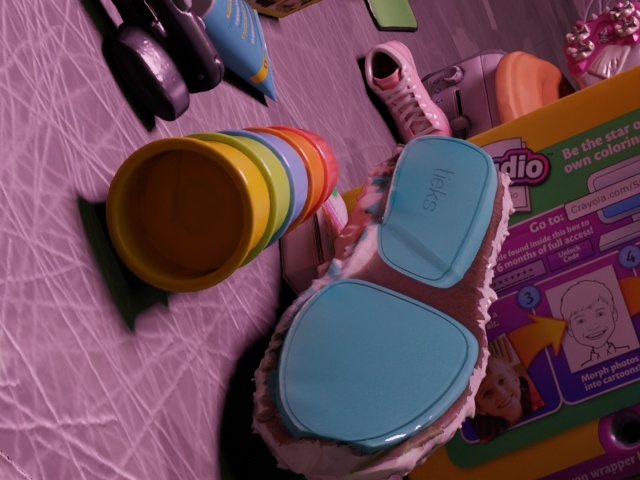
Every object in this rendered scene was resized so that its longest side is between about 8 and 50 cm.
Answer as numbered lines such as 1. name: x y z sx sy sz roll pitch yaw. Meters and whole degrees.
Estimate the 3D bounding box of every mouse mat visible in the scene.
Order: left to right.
1. mouse mat: 0.057 -0.298 2.116 0.153 0.007 0.189 67 18 1

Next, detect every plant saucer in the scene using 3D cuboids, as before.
1. plant saucer: 0.238 -0.100 1.946 0.200 0.037 0.200 44 34 -41

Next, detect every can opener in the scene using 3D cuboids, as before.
1. can opener: -0.125 -0.172 1.301 0.186 0.059 0.073 62 18 -18

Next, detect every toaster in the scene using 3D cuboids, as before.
1. toaster: 0.189 -0.076 2.026 0.227 0.129 0.146 51 27 -39

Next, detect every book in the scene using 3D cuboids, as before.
1. book: 0.000 0.000 1.518 0.144 0.035 0.096 -98 162 -44

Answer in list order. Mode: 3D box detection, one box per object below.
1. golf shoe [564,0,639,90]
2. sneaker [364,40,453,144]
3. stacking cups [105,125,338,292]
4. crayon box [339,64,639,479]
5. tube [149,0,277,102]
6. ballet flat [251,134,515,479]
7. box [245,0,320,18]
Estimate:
1. golf shoe: 0.314 -0.111 1.936 0.140 0.115 0.306 55 28 -31
2. sneaker: 0.082 -0.135 1.908 0.134 0.051 0.070 65 18 6
3. stacking cups: -0.043 -0.032 1.309 0.096 0.096 0.316 67 16 0
4. crayon box: 0.220 0.047 1.546 0.106 0.363 0.313 35 36 -61
5. tube: -0.072 -0.163 1.484 0.207 0.052 0.080 27 53 -73
6. ballet flat: 0.051 0.072 1.377 0.147 0.147 0.409 61 31 -19
7. box: -0.060 -0.239 1.591 0.087 0.058 0.232 68 17 5
